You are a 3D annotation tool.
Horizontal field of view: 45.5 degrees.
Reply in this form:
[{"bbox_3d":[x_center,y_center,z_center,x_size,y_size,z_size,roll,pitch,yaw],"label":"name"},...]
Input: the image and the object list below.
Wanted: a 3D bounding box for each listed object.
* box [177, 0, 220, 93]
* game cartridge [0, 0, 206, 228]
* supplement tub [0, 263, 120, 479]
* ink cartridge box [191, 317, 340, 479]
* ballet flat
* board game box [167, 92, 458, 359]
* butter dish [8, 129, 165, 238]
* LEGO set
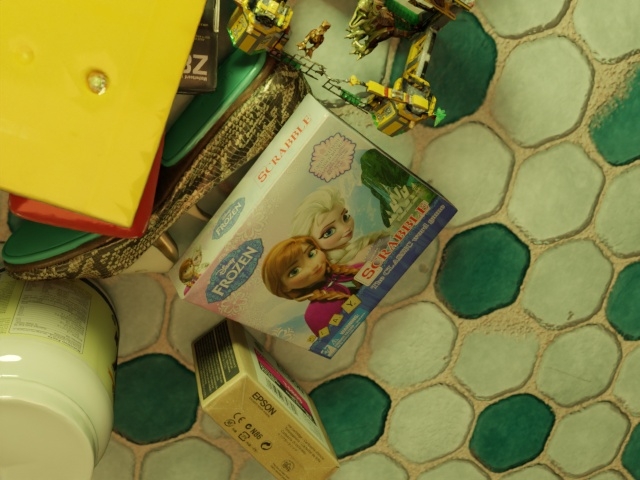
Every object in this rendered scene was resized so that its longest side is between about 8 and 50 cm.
[{"bbox_3d":[-0.310,-0.337,0.861,0.394,0.097,0.319,-1,96,-20],"label":"box"},{"bbox_3d":[-0.313,-0.194,0.808,0.323,0.052,0.286,19,92,-18],"label":"game cartridge"},{"bbox_3d":[-0.391,0.191,1.012,0.235,0.325,0.236,-5,116,-10],"label":"supplement tub"},{"bbox_3d":[-0.088,0.252,1.178,0.088,0.193,0.235,-39,115,3],"label":"ink cartridge box"},{"bbox_3d":[-0.199,-0.064,1.053,0.482,0.164,0.182,-39,128,3],"label":"ballet flat"},{"bbox_3d":[0.000,0.000,1.105,0.318,0.066,0.319,28,105,-42],"label":"board game box"},{"bbox_3d":[-0.283,-0.089,0.928,0.160,0.118,0.160,11,84,-19],"label":"butter dish"},{"bbox_3d":[0.064,-0.299,0.935,0.331,0.192,0.255,34,65,-14],"label":"LEGO set"}]
